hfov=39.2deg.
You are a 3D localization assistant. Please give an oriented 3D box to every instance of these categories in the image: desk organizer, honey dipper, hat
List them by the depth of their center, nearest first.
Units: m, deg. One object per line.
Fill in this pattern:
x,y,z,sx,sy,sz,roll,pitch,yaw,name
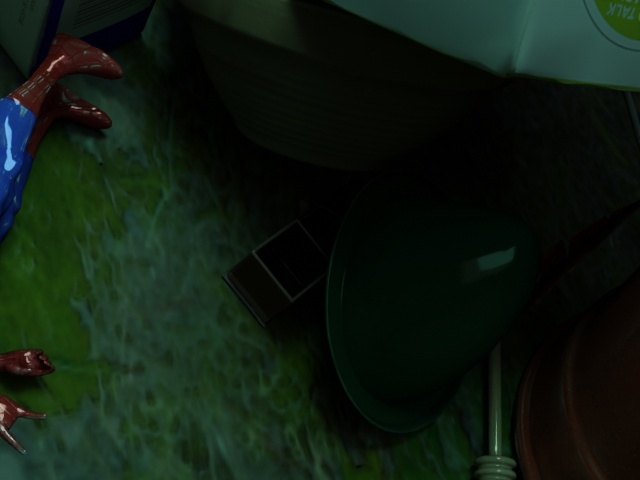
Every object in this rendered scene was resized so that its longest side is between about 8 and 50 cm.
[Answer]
0.128,0.025,0.567,0.173,0.183,0.208,28,67,-44,hat
0.000,0.000,0.626,0.130,0.050,0.047,-38,89,-34,desk organizer
0.126,0.117,0.655,0.030,0.030,0.160,16,60,-20,honey dipper

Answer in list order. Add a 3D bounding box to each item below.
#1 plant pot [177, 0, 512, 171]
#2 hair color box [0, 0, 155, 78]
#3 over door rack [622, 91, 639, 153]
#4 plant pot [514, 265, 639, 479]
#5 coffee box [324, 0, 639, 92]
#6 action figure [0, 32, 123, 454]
0.011,-0.118,0.619,0.237,0.110,0.237,12,22,-5,plant pot
-0.226,-0.294,0.557,0.110,0.185,0.339,-33,86,-32,hair color box
0.370,-0.124,0.772,0.239,0.108,0.324,-26,94,-17,over door rack
0.296,0.084,0.565,0.272,0.265,0.272,5,53,-7,plant pot
0.156,-0.282,0.512,0.338,0.334,0.337,-3,28,-36,coffee box
-0.173,0.021,0.504,0.139,0.091,0.280,31,58,-1,action figure
